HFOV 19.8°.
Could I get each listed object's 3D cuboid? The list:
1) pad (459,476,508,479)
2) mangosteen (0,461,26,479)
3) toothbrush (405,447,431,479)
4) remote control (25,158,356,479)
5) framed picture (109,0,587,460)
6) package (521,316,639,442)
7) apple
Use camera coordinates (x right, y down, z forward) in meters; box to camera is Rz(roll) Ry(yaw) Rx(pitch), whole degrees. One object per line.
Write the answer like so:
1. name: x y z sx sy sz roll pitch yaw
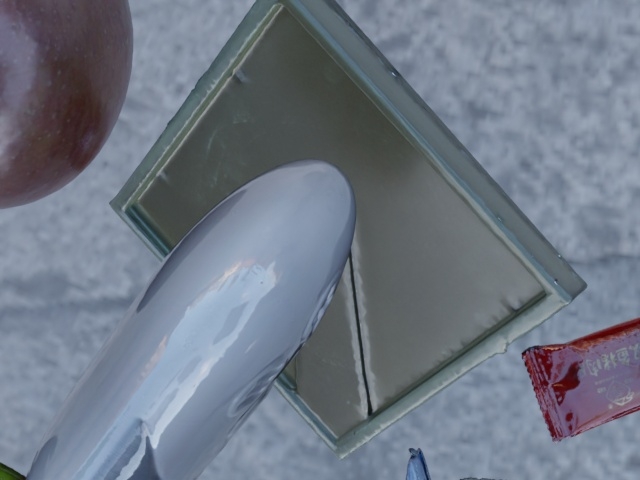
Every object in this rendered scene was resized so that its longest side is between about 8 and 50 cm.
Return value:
1. pad: 0.159 0.201 0.700 0.159 0.265 0.009 9 133 -39
2. mangosteen: -0.403 0.212 1.458 0.359 0.306 0.306 -15 131 -10
3. toothbrush: 0.103 0.358 1.384 0.042 0.035 0.413 -7 95 44
4. remote control: -0.086 0.081 1.161 0.103 0.221 0.332 40 119 2
5. framed picture: 0.000 0.000 1.509 0.326 0.028 0.446 48 149 1
6. package: 0.274 0.099 1.523 0.200 0.083 0.022 -18 170 -3
7. apple: -0.296 -0.181 1.561 0.305 0.306 0.235 27 131 -10
